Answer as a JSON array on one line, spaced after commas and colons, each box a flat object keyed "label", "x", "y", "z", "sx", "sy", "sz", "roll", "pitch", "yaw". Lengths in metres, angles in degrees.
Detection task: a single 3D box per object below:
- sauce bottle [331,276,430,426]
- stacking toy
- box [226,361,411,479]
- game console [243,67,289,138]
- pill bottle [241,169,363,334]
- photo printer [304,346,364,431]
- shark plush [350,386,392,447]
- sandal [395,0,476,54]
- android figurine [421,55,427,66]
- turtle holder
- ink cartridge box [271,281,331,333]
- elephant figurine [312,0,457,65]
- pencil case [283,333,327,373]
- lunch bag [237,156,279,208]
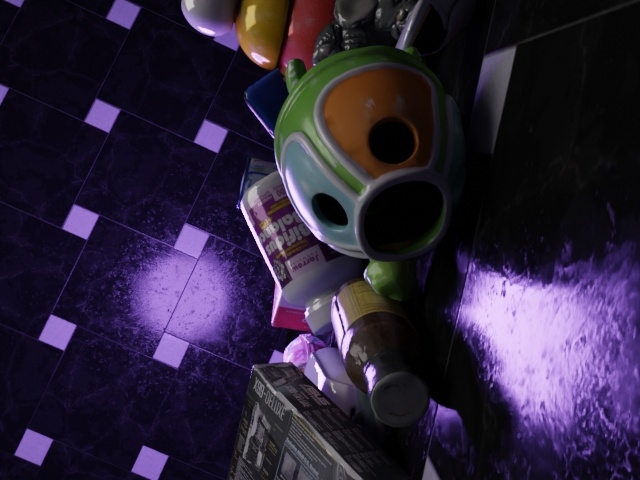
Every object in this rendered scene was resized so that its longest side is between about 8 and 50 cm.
[{"label": "sauce bottle", "x": 0.078, "y": 0.144, "z": 0.974, "sx": 0.344, "sy": 0.112, "sz": 0.111, "roll": -101, "pitch": 22, "yaw": -76}, {"label": "stacking toy", "x": -0.063, "y": -0.470, "z": 1.578, "sx": 0.350, "sy": 0.480, "sz": 0.350, "roll": -170, "pitch": 90, "yaw": -85}, {"label": "box", "x": -0.022, "y": 0.352, "z": 1.026, "sx": 0.307, "sy": 0.077, "sz": 0.242, "roll": 33, "pitch": 114, "yaw": 51}, {"label": "game console", "x": -0.051, "y": -0.292, "z": 1.755, "sx": 0.293, "sy": 0.250, "sz": 0.173, "roll": -43, "pitch": 8, "yaw": -36}, {"label": "pill bottle", "x": -0.022, "y": 0.021, "z": 1.381, "sx": 0.301, "sy": 0.169, "sz": 0.169, "roll": 63, "pitch": 162, "yaw": 15}, {"label": "photo printer", "x": 0.022, "y": 0.329, "z": 1.213, "sx": 0.307, "sy": 0.107, "sz": 0.255, "roll": -176, "pitch": 95, "yaw": -84}, {"label": "shark plush", "x": 0.069, "y": 0.264, "z": 1.058, "sx": 0.073, "sy": 0.067, "sz": 0.161, "roll": -105, "pitch": 26, "yaw": -76}, {"label": "sandal", "x": 0.187, "y": -0.341, "z": 0.996, "sx": 0.265, "sy": 0.076, "sz": 0.102, "roll": -59, "pitch": 0, "yaw": -19}, {"label": "android figurine", "x": 0.146, "y": -0.272, "z": 1.324, "sx": 0.272, "sy": 0.056, "sz": 0.248, "roll": -83, "pitch": 7, "yaw": -45}, {"label": "turtle holder", "x": 0.060, "y": -0.072, "z": 0.919, "sx": 0.227, "sy": 0.244, "sz": 0.320, "roll": -111, "pitch": 36, "yaw": -45}, {"label": "ink cartridge box", "x": 0.000, "y": 0.000, "z": 1.714, "sx": 0.384, "sy": 0.161, "sz": 0.279, "roll": 108, "pitch": 170, "yaw": -48}, {"label": "elephant figurine", "x": 0.103, "y": -0.358, "z": 1.181, "sx": 0.239, "sy": 0.186, "sz": 0.169, "roll": -51, "pitch": -5, "yaw": 24}, {"label": "pencil case", "x": -0.030, "y": 0.306, "z": 1.696, "sx": 0.284, "sy": 0.124, "sz": 0.124, "roll": -109, "pitch": 30, "yaw": -82}, {"label": "lunch bag", "x": -0.109, "y": -0.105, "z": 1.557, "sx": 0.151, "sy": 0.129, "sz": 0.096, "roll": -85, "pitch": 9, "yaw": -51}]
